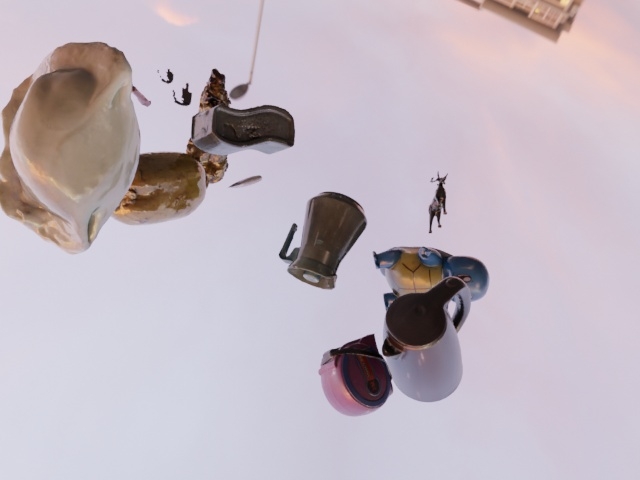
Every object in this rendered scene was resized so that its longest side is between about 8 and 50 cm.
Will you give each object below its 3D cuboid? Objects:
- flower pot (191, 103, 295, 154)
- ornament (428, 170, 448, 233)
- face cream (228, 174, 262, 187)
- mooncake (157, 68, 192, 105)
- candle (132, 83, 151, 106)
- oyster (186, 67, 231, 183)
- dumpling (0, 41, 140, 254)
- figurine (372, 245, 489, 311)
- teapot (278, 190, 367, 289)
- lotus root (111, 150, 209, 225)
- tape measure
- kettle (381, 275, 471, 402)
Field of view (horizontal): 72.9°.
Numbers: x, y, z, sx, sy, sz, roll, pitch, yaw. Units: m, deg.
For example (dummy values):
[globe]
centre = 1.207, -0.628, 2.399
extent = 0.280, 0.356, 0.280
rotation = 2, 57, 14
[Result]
[flower pot]
centre = -0.179, -0.262, 1.029
extent = 0.229, 0.108, 0.103
rotation = -10, -84, -39
[ornament]
centre = 0.219, -0.078, 0.813
extent = 0.028, 0.073, 0.125
rotation = 10, -135, 3
[face cream]
centre = -0.182, -0.142, 1.063
extent = 0.038, 0.020, 0.115
rotation = -9, -166, 27
[mooncake]
centre = -0.377, -0.234, 0.700
extent = 0.347, 0.057, 0.150
rotation = -1, -108, -27
[candle]
centre = -0.516, -0.412, 1.222
extent = 0.026, 0.167, 0.021
rotation = -16, -91, -4
[oyster]
centre = -0.325, -0.326, 1.279
extent = 0.129, 0.344, 0.078
rotation = 10, -159, -8
[dumpling]
centre = -0.277, -0.102, 0.462
extent = 0.152, 0.228, 0.124
rotation = 19, -174, 8
[figurine]
centre = 0.309, 0.122, 1.376
extent = 0.243, 0.297, 0.417
rotation = -21, -160, -32
[teapot]
centre = 0.000, 0.000, 1.130
extent = 0.203, 0.171, 0.225
rotation = 9, -115, 31
[lotus root]
centre = -0.356, -0.119, 0.975
extent = 0.146, 0.160, 0.284
rotation = 33, -155, 15
[tape measure]
centre = 0.062, 0.224, 0.715
extent = 0.125, 0.074, 0.118
rotation = -5, -115, -39
[kettle]
centre = 0.203, 0.177, 0.792
extent = 0.202, 0.232, 0.144
rotation = -36, -128, -10
